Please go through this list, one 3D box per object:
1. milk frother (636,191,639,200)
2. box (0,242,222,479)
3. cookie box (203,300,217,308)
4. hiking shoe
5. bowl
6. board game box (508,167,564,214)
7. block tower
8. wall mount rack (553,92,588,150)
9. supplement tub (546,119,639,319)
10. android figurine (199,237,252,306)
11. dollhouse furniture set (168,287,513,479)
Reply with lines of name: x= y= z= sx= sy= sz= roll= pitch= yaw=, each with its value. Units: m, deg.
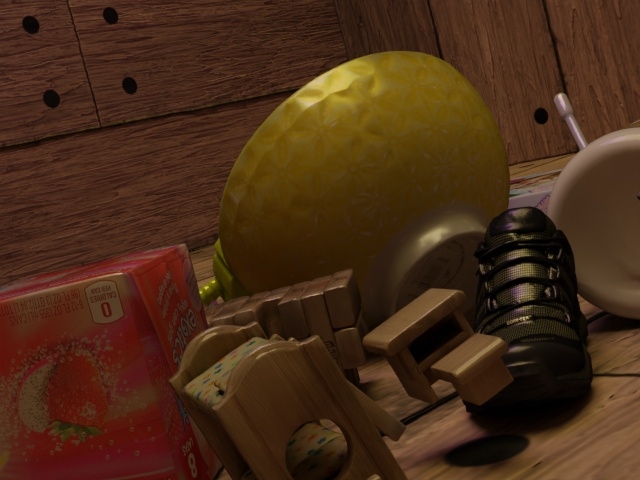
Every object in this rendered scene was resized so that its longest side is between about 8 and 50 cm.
milk frother: x=0.209 y=0.027 z=0.452 sx=0.129 sy=0.134 sz=0.143 roll=-14 pitch=5 yaw=2
box: x=-0.224 y=0.113 z=0.674 sx=0.300 sy=0.154 sz=0.142 roll=-13 pitch=5 yaw=9
cookie box: x=-0.195 y=0.107 z=1.325 sx=0.107 sy=0.040 sz=0.092 roll=-10 pitch=6 yaw=40
hiking shoe: x=0.127 y=0.039 z=0.685 sx=0.086 sy=0.114 sz=0.227 roll=-14 pitch=5 yaw=15
bowl: x=0.069 y=-0.007 z=0.937 sx=0.290 sy=0.289 sz=0.156 roll=-17 pitch=46 yaw=-25
board game box: x=0.298 y=-0.051 z=1.516 sx=0.318 sy=0.065 sz=0.319 roll=-11 pitch=6 yaw=38
block tower: x=-0.129 y=0.109 z=0.789 sx=0.336 sy=0.090 sz=0.097 roll=-15 pitch=4 yaw=7
wall mount rack: x=0.402 y=-0.117 z=1.147 sx=0.350 sy=0.130 sz=0.304 roll=-23 pitch=17 yaw=12
supplement tub: x=0.274 y=-0.027 z=0.831 sx=0.144 sy=0.144 sz=0.200 roll=-12 pitch=5 yaw=30
android figurine: x=0.000 y=0.000 z=1.054 sx=0.273 sy=0.248 sz=0.056 roll=-37 pitch=50 yaw=-1
dollhouse furniture set: x=0.031 y=0.064 z=0.500 sx=0.161 sy=0.101 sz=0.182 roll=-34 pitch=10 yaw=-17
